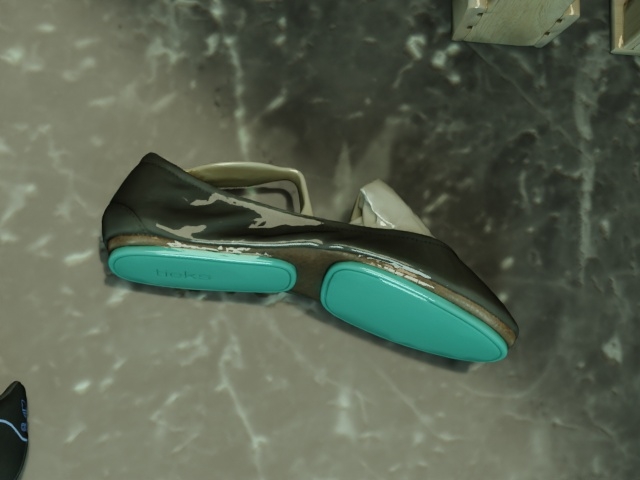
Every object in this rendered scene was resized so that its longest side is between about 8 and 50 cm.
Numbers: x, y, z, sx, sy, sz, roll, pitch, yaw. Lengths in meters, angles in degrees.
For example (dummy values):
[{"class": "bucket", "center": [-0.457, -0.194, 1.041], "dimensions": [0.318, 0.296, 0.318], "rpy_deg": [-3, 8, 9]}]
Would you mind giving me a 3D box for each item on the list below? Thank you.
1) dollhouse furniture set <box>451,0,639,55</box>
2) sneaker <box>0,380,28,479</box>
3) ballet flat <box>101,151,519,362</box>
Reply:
[{"class": "dollhouse furniture set", "center": [0.249, -0.299, 1.042], "dimensions": [0.286, 0.198, 0.303], "rpy_deg": [3, 78, -10]}, {"class": "sneaker", "center": [-0.294, 0.104, 0.929], "dimensions": [0.232, 0.081, 0.090], "rpy_deg": [16, 73, -14]}, {"class": "ballet flat", "center": [0.000, 0.000, 0.994], "dimensions": [0.280, 0.095, 0.096], "rpy_deg": [15, 65, -7]}]
